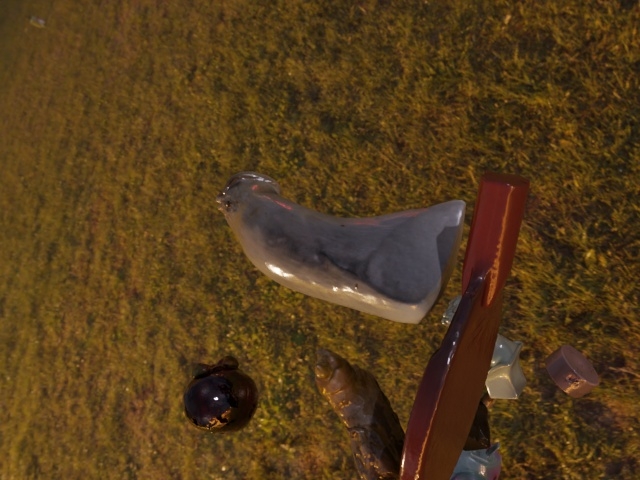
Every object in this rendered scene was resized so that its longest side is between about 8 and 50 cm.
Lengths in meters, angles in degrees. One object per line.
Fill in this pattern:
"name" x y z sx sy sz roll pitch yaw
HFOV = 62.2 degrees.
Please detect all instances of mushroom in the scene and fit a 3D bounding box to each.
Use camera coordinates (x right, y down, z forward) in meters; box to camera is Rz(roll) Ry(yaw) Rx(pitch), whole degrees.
"mushroom" -0.001 0.000 0.782 0.396 0.126 0.178 12 69 25

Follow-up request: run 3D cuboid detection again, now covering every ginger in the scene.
"ginger" 0.087 0.298 0.751 0.080 0.166 0.333 -35 76 27

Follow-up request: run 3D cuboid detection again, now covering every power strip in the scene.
"power strip" 0.777 0.406 1.641 0.078 0.154 0.154 -51 47 31

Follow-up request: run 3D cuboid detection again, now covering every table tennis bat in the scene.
"table tennis bat" 0.170 0.128 0.615 0.051 0.268 0.415 17 112 28

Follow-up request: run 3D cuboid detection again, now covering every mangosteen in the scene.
"mangosteen" -0.193 0.299 1.034 0.152 0.152 0.153 -16 68 42

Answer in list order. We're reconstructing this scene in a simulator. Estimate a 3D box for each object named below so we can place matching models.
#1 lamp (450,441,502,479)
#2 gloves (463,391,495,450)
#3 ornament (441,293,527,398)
"lamp" 0.473 0.737 1.668 0.301 0.247 0.248 -68 1 -54
"gloves" 0.403 0.423 1.490 0.152 0.197 0.301 -18 45 60
"ornament" 0.404 0.247 1.268 0.120 0.285 0.130 -30 14 40
